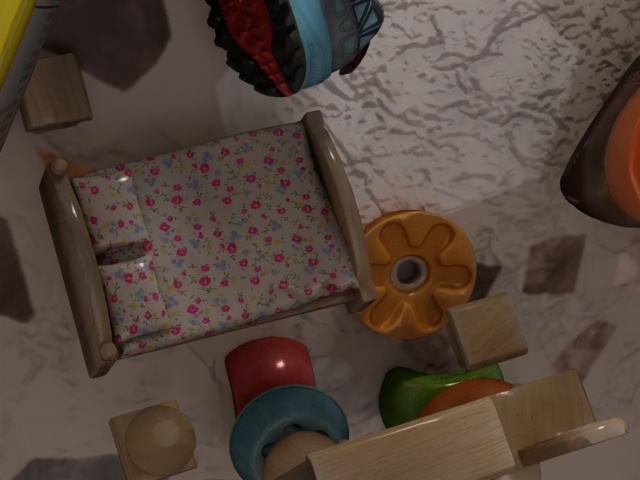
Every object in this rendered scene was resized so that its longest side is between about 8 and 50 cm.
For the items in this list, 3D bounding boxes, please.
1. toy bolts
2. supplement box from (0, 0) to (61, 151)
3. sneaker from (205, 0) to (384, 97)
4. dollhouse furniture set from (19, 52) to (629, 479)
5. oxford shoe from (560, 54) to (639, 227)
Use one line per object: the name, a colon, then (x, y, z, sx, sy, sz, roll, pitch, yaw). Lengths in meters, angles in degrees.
toy bolts: (0.043, 0.108, 1.064, 0.228, 0.158, 0.218, -13, 112, -9)
supplement box: (-0.241, -0.176, 0.838, 0.195, 0.194, 0.356, 23, 96, -8)
sneaker: (-0.031, -0.231, 0.976, 0.125, 0.104, 0.262, -24, 105, -40)
dollhouse furniture set: (0.000, 0.000, 0.941, 0.303, 0.174, 0.355, -15, 79, -18)
oxford shoe: (0.305, -0.151, 1.068, 0.363, 0.133, 0.130, -42, 105, -17)
